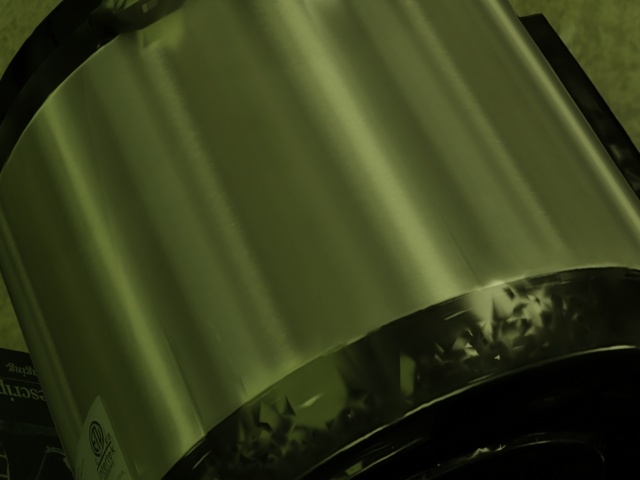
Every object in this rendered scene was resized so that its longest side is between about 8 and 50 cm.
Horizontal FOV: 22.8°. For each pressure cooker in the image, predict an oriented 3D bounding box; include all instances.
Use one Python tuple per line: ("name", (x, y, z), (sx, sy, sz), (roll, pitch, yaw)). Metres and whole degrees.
("pressure cooker", (-0.005, 0.000, 0.951), (0.370, 0.375, 0.420), (-39, 56, 18))

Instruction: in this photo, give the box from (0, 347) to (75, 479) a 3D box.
("box", (-0.197, 0.244, 1.024), (0.179, 0.343, 0.312), (-42, 54, 27))
